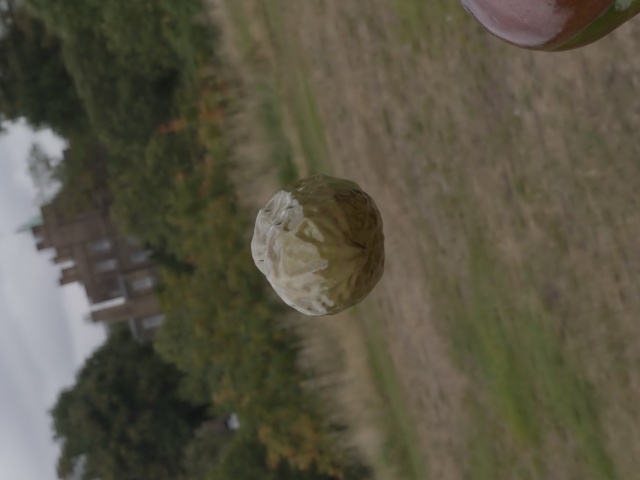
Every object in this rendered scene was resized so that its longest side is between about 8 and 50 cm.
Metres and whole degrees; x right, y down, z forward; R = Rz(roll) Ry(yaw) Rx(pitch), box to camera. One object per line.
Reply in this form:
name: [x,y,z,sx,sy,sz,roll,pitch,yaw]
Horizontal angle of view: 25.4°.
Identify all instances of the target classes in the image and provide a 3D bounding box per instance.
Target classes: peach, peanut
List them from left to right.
peanut: [0.000,0.000,0.958,0.194,0.093,0.083,-61,-15,-81]
peach: [0.239,-0.320,1.475,0.252,0.252,0.252,165,90,-85]
